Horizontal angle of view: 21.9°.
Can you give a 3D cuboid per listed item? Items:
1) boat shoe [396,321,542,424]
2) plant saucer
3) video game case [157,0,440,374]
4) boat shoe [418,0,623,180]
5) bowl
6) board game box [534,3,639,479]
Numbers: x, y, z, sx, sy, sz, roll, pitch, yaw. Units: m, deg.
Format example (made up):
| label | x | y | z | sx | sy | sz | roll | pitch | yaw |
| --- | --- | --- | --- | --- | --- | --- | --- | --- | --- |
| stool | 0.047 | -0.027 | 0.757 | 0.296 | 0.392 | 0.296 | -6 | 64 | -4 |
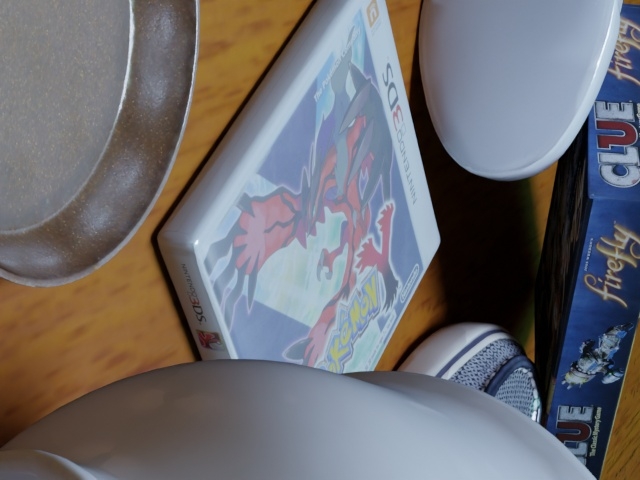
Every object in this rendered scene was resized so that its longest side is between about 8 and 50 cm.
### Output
| label | x | y | z | sx | sy | sz | roll | pitch | yaw |
| --- | --- | --- | --- | --- | --- | --- | --- | --- | --- |
| boat shoe | 0.087 | 0.178 | 0.845 | 0.340 | 0.158 | 0.127 | -60 | 138 | -38 |
| plant saucer | -0.095 | -0.069 | 0.564 | 0.168 | 0.029 | 0.168 | -29 | 122 | -60 |
| video game case | 0.000 | 0.000 | 0.786 | 0.201 | 0.023 | 0.183 | -59 | 146 | -39 |
| boat shoe | 0.127 | -0.174 | 0.916 | 0.102 | 0.108 | 0.301 | 25 | 68 | -62 |
| bowl | -0.058 | 0.148 | 0.459 | 0.134 | 0.297 | 0.298 | 37 | 62 | -40 |
| board game box | 0.160 | 0.006 | 0.975 | 0.243 | 0.042 | 0.165 | 92 | 4 | -45 |
